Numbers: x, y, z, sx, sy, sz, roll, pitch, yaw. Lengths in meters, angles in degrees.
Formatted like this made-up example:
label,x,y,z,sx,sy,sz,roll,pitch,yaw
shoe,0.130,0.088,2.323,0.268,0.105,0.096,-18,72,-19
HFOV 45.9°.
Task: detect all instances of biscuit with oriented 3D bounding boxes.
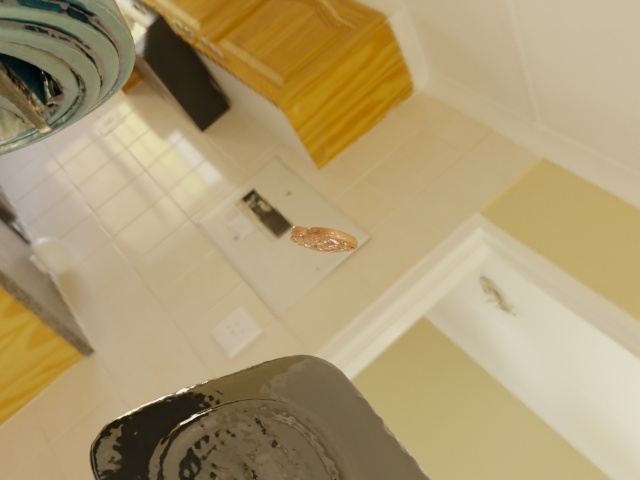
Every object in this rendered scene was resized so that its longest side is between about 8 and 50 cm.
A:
label,x,y,z,sx,sy,sz,roll,pitch,yaw
biscuit,0.000,0.000,0.914,0.078,0.015,0.091,18,-16,-28

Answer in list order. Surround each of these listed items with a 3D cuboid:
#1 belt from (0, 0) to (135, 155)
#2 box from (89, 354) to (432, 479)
label,x,y,z,sx,sy,sz,roll,pitch,yaw
belt,-0.304,-0.152,0.548,0.436,0.300,0.173,138,-73,-87
box,-0.035,0.164,0.497,0.212,0.201,0.042,49,-29,42
